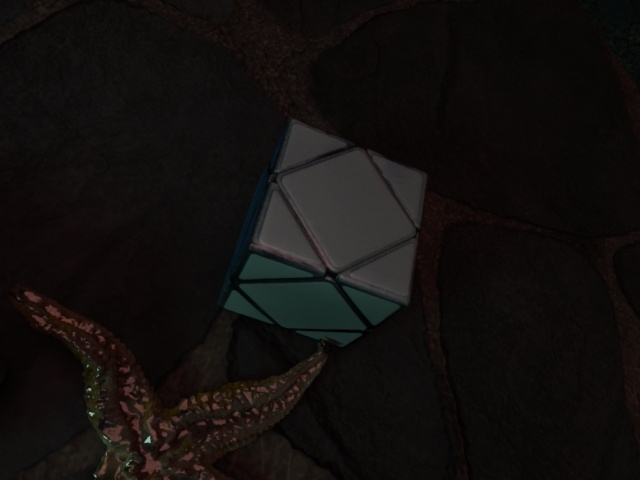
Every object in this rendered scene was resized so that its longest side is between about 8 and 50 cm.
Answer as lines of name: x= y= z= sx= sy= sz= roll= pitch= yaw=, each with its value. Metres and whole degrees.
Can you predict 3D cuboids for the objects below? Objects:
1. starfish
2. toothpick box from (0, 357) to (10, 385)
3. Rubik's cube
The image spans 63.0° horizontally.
starfish: x=-0.138 y=0.242 z=0.576 sx=0.384 sy=0.132 sz=0.398 roll=4 pitch=50 yaw=-28
toothpick box: x=-0.468 y=0.097 z=0.478 sx=0.316 sy=0.229 sz=0.229 roll=25 pitch=58 yaw=-11
Rubik's cube: x=0.000 y=0.000 z=0.703 sx=0.207 sy=0.205 sz=0.205 roll=21 pitch=59 yaw=-10
